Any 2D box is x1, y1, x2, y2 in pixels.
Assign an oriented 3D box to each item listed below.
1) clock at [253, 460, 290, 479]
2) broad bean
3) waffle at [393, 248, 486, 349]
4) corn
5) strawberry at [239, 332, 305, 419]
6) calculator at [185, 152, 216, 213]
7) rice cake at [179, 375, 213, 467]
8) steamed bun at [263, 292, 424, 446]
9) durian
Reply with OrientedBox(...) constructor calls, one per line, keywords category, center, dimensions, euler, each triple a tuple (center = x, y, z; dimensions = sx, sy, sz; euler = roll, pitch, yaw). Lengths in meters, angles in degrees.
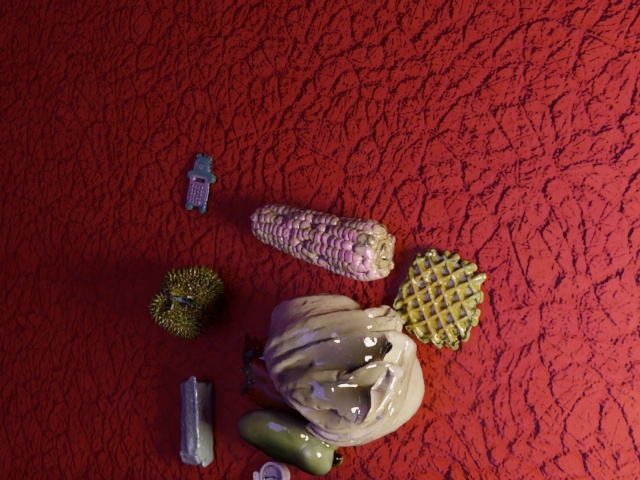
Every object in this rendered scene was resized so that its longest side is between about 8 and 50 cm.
OrientedBox(category="clock", center=(-0.101, 0.542, 1.545), dimensions=(0.087, 0.041, 0.129), euler=(-23, 69, 26))
OrientedBox(category="broad bean", center=(-0.060, 0.406, 1.471), dimensions=(0.228, 0.169, 0.100), euler=(25, 58, 7))
OrientedBox(category="waffle", center=(0.227, 0.110, 1.368), dimensions=(0.169, 0.036, 0.183), euler=(26, 102, 29))
OrientedBox(category="corn", center=(-0.001, -0.002, 1.478), dimensions=(0.335, 0.127, 0.126), euler=(13, 93, 35))
OrientedBox(category="strawberry", center=(-0.056, 0.278, 1.488), dimensions=(0.228, 0.098, 0.174), euler=(12, 126, 25))
OrientedBox(category="calculator", center=(-0.290, -0.138, 1.735), dimensions=(0.094, 0.019, 0.141), euler=(13, 94, 36))
OrientedBox(category="rice cake", center=(-0.287, 0.416, 1.663), dimensions=(0.069, 0.063, 0.206), euler=(-10, 79, 38))
OrientedBox(category="steamed bun", center=(0.041, 0.238, 1.321), dimensions=(0.320, 0.206, 0.275), euler=(18, 87, 5))
OrientedBox(category="durian", center=(-0.304, 0.141, 1.614), dimensions=(0.146, 0.198, 0.159), euler=(25, 121, 22))
